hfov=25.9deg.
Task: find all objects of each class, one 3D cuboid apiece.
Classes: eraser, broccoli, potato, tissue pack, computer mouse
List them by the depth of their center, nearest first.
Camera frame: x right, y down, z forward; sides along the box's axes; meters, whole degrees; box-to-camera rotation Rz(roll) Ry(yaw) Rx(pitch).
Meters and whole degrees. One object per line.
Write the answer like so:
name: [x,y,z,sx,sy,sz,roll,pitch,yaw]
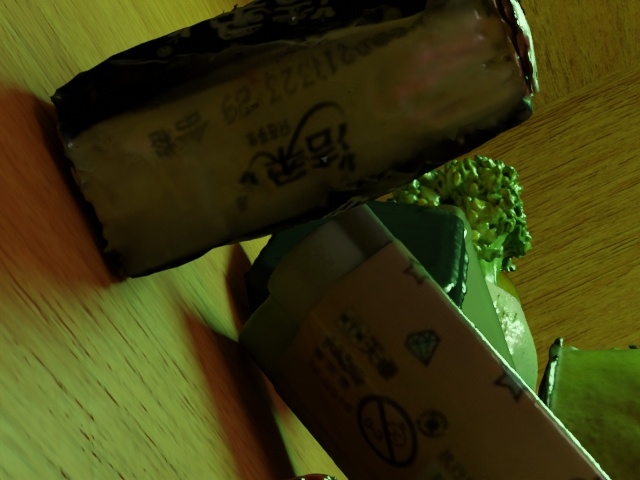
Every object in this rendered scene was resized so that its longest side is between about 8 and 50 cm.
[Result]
tissue pack: [-0.006,-0.082,0.821,0.332,0.245,0.123,-72,139,-83]
eraser: [0.074,0.131,0.912,0.290,0.087,0.171,49,-39,15]
computer mouse: [0.033,0.042,1.149,0.269,0.170,0.100,-57,155,-71]
potato: [0.337,0.304,1.419,0.290,0.295,0.397,71,30,-72]
broccoli: [0.211,-0.002,1.777,0.273,0.180,0.242,46,5,28]

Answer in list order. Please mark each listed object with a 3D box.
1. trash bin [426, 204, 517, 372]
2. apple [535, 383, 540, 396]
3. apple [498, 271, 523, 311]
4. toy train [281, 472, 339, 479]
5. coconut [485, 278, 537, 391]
trash bin: [0.098,0.122,1.375,0.243,0.121,0.247,-42,116,-46]
apple: [0.267,0.295,1.988,0.251,0.163,0.293,63,-28,25]
apple: [0.220,0.140,2.409,0.301,0.301,0.302,-25,90,-86]
toy train: [0.013,0.171,0.678,0.409,0.089,0.086,56,15,-72]
coconut: [0.137,0.135,1.610,0.230,0.227,0.227,-89,154,-71]
